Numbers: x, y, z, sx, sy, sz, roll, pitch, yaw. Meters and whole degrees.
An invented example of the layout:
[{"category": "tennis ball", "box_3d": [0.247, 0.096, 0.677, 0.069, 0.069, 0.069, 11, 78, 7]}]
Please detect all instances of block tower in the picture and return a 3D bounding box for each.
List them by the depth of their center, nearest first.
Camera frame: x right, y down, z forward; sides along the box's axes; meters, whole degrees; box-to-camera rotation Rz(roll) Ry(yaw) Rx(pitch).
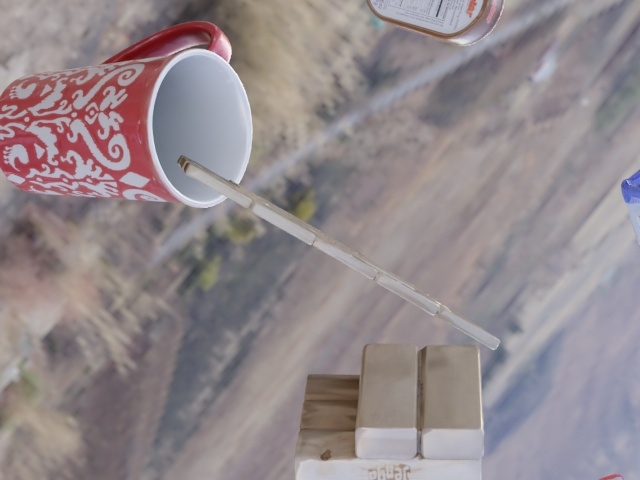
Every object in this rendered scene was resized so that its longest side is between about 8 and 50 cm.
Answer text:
[{"category": "block tower", "box_3d": [0.038, 0.221, 0.875, 0.097, 0.091, 0.335, -78, 168, -67]}]

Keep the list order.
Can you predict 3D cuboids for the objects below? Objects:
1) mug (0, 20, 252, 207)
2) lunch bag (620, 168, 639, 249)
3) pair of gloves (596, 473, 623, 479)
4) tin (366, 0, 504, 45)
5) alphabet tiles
[{"category": "mug", "box_3d": [-0.141, -0.087, 1.250, 0.150, 0.169, 0.113, -38, 120, -48]}, {"category": "lunch bag", "box_3d": [0.494, 0.037, 1.379, 0.385, 0.328, 0.239, 0, -147, 42]}, {"category": "pair of gloves", "box_3d": [0.191, 0.162, 0.846, 0.198, 0.159, 0.023, -21, 127, 8]}, {"category": "tin", "box_3d": [0.131, -0.294, 1.992, 0.040, 0.190, 0.106, 3, 105, -51]}, {"category": "alphabet tiles", "box_3d": [0.000, 0.000, 1.030, 0.009, 0.198, 0.237, -61, -172, 1]}]
